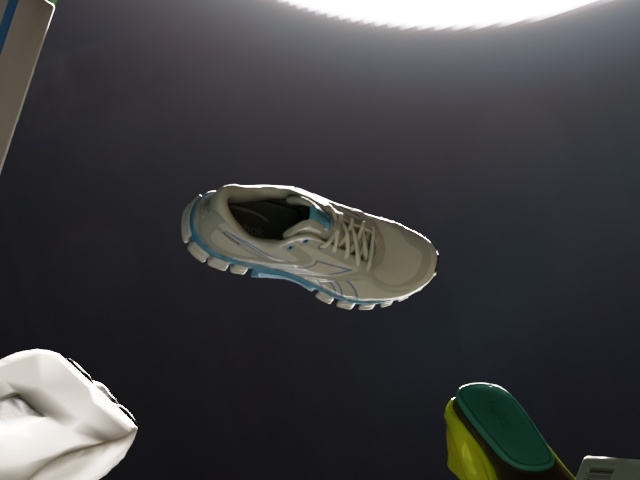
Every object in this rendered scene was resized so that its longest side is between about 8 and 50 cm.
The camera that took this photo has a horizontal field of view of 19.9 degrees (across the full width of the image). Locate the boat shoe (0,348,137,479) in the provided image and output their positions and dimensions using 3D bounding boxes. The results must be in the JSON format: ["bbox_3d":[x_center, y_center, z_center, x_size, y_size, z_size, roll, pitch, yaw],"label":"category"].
[{"bbox_3d":[-0.239,0.163,1.058,0.158,0.127,0.340,-56,-21,15],"label":"boat shoe"}]

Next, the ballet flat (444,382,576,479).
[{"bbox_3d":[0.140,0.180,1.220,0.077,0.077,0.231,3,24,-20],"label":"ballet flat"}]

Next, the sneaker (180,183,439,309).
[{"bbox_3d":[0.000,0.000,1.302,0.190,0.071,0.083,10,-19,-16],"label":"sneaker"}]

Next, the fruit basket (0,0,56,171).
[{"bbox_3d":[-0.268,-0.085,0.702,0.165,0.327,0.353,15,-5,34],"label":"fruit basket"}]

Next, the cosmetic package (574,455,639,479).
[{"bbox_3d":[0.132,0.230,0.870,0.060,0.239,0.099,-4,-38,49],"label":"cosmetic package"}]
